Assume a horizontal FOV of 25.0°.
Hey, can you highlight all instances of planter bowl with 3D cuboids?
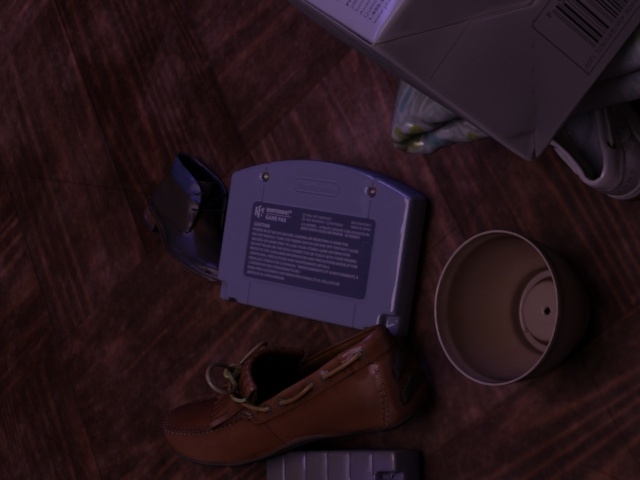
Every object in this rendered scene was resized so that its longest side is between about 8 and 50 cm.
[{"bbox_3d":[0.217,0.074,1.529,0.162,0.109,0.162,-7,80,44],"label":"planter bowl"}]

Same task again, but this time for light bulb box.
[{"bbox_3d":[0.143,-0.323,1.368,0.358,0.225,0.361,-53,35,6],"label":"light bulb box"}]

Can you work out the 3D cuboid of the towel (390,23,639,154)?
[{"bbox_3d":[0.240,-0.269,1.476,0.374,0.090,0.320,-13,52,44],"label":"towel"}]

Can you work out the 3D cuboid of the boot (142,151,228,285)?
[{"bbox_3d":[-0.164,-0.029,1.943,0.219,0.082,0.106,43,118,41],"label":"boot"}]

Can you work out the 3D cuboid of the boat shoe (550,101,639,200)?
[{"bbox_3d":[0.255,-0.163,1.523,0.098,0.096,0.277,-51,53,31],"label":"boat shoe"}]

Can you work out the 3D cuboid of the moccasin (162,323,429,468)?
[{"bbox_3d":[-0.053,0.183,1.742,0.380,0.139,0.147,-18,107,43],"label":"moccasin"}]

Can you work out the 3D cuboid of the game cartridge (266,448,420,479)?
[{"bbox_3d":[0.027,0.427,1.722,0.230,0.068,0.355,-9,80,48],"label":"game cartridge"}]

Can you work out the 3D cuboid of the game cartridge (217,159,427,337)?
[{"bbox_3d":[0.000,0.000,1.780,0.294,0.060,0.196,10,97,40],"label":"game cartridge"}]
